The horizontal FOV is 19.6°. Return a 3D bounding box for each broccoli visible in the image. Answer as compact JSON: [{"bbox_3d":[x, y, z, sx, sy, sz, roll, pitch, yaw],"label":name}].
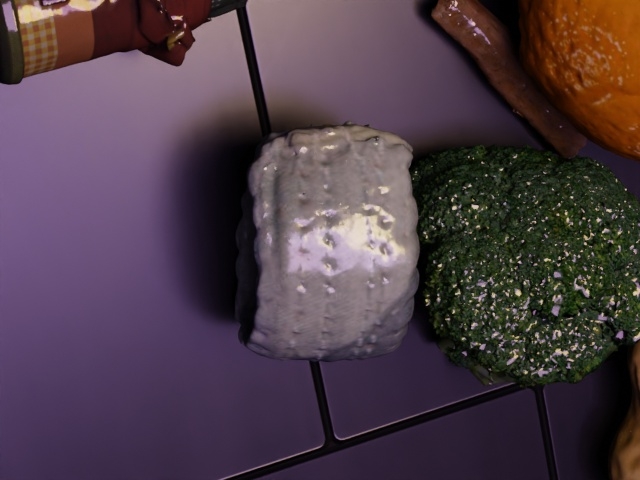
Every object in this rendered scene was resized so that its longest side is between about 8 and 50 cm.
[{"bbox_3d":[0.208,0.028,1.914,0.308,0.275,0.308,13,52,-17],"label":"broccoli"}]

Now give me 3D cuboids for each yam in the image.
[{"bbox_3d":[0.201,-0.178,1.958,0.057,0.057,0.241,-48,115,-5],"label":"yam"}]

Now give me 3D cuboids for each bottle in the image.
[{"bbox_3d":[-0.189,-0.232,1.748,0.271,0.143,0.156,-15,107,-19],"label":"bottle"}]

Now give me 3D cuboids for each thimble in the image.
[{"bbox_3d":[0.000,0.000,1.834,0.172,0.205,0.250,2,118,-12],"label":"thimble"}]

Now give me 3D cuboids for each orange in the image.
[{"bbox_3d":[0.374,-0.237,1.872,0.341,0.293,0.340,-2,96,-24],"label":"orange"}]

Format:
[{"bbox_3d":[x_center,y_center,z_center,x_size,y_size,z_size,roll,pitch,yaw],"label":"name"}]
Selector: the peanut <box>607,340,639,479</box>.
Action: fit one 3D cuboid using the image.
[{"bbox_3d":[0.401,0.154,2.063,0.148,0.147,0.318,15,101,-23],"label":"peanut"}]
